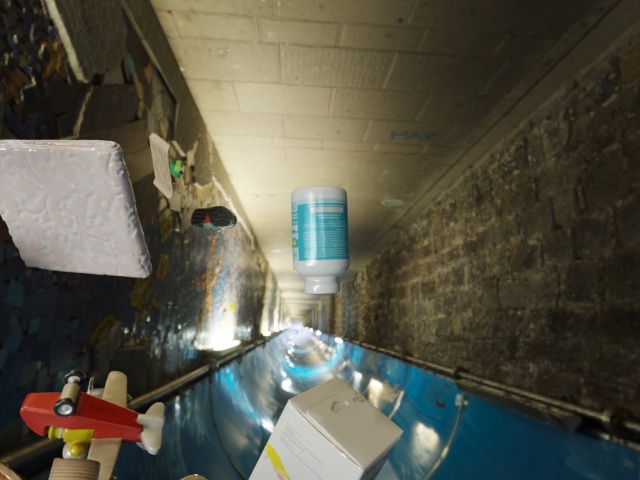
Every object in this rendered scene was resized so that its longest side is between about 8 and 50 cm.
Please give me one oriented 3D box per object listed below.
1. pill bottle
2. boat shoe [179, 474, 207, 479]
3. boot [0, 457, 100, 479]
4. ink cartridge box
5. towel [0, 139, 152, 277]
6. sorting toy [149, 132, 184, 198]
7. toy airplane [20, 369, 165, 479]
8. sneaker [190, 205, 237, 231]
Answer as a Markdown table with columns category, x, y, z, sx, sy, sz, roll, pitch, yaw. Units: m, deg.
| category | x | y | z | sx | sy | sz | roll | pitch | yaw |
| --- | --- | --- | --- | --- | --- | --- | --- | --- | --- |
| pill bottle | 0.000 | 0.000 | 1.170 | 0.146 | 0.264 | 0.146 | -2 | 177 | 0 |
| boat shoe | -0.179 | 0.548 | 0.794 | 0.104 | 0.285 | 0.089 | -18 | 160 | -33 |
| boot | -0.483 | 0.443 | 0.668 | 0.283 | 0.220 | 0.109 | 6 | 141 | -10 |
| ink cartridge box | 0.003 | 0.402 | 0.822 | 0.168 | 0.233 | 0.171 | 33 | -163 | 27 |
| towel | -0.553 | -0.065 | 1.015 | 0.316 | 0.053 | 0.332 | 4 | 126 | 5 |
| sorting toy | -0.172 | -0.080 | 0.517 | 0.012 | 0.062 | 0.083 | -14 | -146 | -34 |
| toy airplane | -0.687 | 0.599 | 1.441 | 0.384 | 0.272 | 0.386 | 43 | -167 | 16 |
| sneaker | -0.261 | -0.052 | 1.196 | 0.161 | 0.057 | 0.075 | 2 | 166 | 36 |
